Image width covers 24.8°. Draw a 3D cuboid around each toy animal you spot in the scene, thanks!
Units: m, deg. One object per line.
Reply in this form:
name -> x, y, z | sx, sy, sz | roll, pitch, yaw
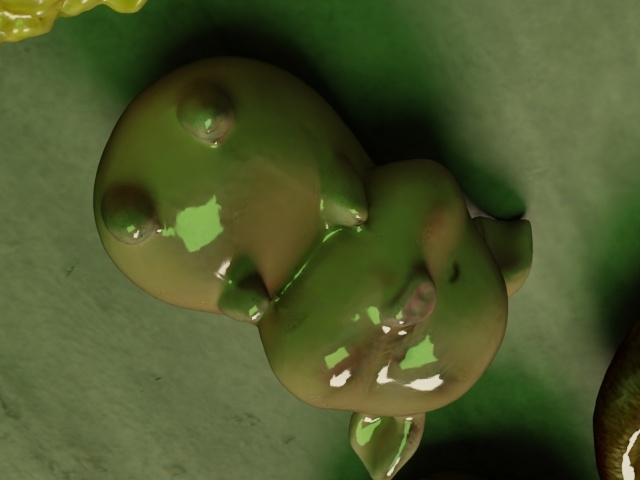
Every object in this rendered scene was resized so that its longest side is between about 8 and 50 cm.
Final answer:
toy animal -> -0.007, 0.006, 0.784 | 0.250, 0.154, 0.166 | 37, 101, -19

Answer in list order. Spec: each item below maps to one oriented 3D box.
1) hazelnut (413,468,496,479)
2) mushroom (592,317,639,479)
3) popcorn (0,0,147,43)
hazelnut -> 0.126, 0.252, 0.983 | 0.186, 0.210, 0.210 | 12, 135, -38
mushroom -> 0.270, 0.108, 0.878 | 0.194, 0.138, 0.231 | -11, 119, 30
popcorn -> -0.155, -0.170, 0.661 | 0.194, 0.140, 0.163 | 27, 119, -29
